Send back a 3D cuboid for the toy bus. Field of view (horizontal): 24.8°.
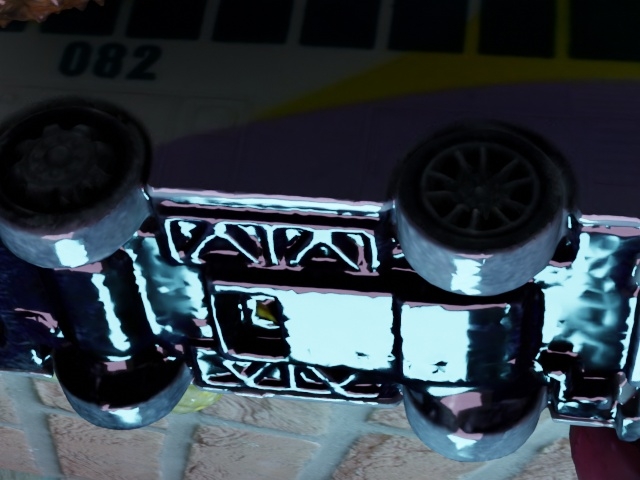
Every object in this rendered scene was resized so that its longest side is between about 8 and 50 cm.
[{"bbox_3d":[-0.031,-0.042,0.816,0.440,0.249,0.209,4,144,8],"label":"toy bus"}]

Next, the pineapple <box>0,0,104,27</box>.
[{"bbox_3d":[-0.072,-0.177,0.679,0.248,0.128,0.128,-6,156,24],"label":"pineapple"}]

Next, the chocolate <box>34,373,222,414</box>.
[{"bbox_3d":[-0.223,0.100,1.510,0.309,0.134,0.134,23,157,-36],"label":"chocolate"}]

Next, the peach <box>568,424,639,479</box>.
[{"bbox_3d":[0.379,0.096,0.899,0.353,0.339,0.416,4,161,-44],"label":"peach"}]
